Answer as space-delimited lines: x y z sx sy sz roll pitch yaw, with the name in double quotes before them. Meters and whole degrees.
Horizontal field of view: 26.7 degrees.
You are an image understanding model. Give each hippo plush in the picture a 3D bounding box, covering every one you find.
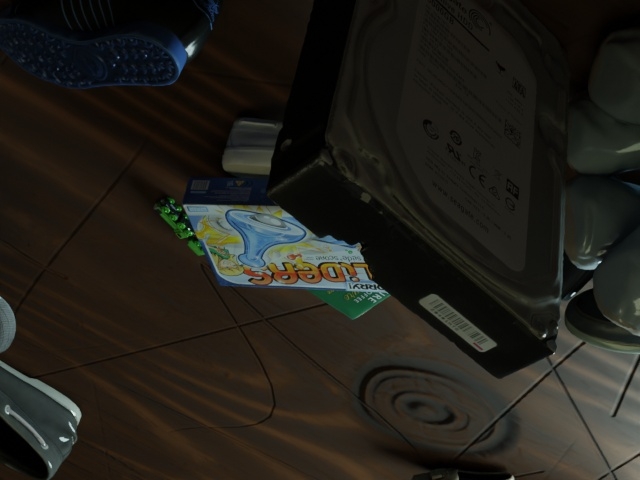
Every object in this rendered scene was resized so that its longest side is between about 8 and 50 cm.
"hippo plush" 0.354 -0.067 1.107 0.236 0.234 0.294 0 149 -25

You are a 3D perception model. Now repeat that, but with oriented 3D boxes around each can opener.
"can opener" 0.260 0.005 1.285 0.059 0.073 0.186 -17 149 -26

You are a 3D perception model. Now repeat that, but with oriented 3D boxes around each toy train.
"toy train" -0.141 -0.014 1.382 0.023 0.017 0.083 -11 134 39

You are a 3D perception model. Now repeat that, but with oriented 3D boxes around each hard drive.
"hard drive" 0.090 -0.095 0.999 0.237 0.339 0.064 39 129 -25

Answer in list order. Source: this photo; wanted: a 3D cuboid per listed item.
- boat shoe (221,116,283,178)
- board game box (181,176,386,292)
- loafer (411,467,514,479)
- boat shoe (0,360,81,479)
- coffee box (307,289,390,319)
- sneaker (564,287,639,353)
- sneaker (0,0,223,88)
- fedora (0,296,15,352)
"boat shoe" 0.001 -0.087 1.234 0.184 0.063 0.066 1 164 24
"board game box" -0.016 -0.004 1.271 0.201 0.035 0.136 1 144 16
"loafer" 0.171 0.288 1.616 0.125 0.045 0.039 6 121 -2
"boat shoe" -0.438 0.175 1.599 0.335 0.095 0.112 32 134 -20
"coffee box" 0.000 0.000 1.343 0.184 0.040 0.113 33 135 -20
"sneaker" 0.343 0.038 1.283 0.222 0.083 0.118 -3 127 11
"sneaker" -0.185 -0.188 1.169 0.232 0.090 0.081 11 144 35
"fedora" -0.417 0.018 1.402 0.243 0.124 0.275 18 146 -3
